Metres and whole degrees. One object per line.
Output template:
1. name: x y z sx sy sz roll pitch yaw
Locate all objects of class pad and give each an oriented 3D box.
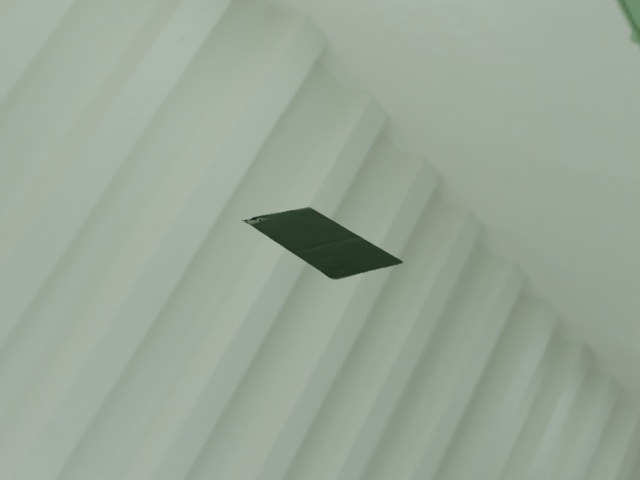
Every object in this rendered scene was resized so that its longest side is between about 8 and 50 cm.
1. pad: 0.000 0.000 1.097 0.116 0.193 0.004 -13 -60 -38
